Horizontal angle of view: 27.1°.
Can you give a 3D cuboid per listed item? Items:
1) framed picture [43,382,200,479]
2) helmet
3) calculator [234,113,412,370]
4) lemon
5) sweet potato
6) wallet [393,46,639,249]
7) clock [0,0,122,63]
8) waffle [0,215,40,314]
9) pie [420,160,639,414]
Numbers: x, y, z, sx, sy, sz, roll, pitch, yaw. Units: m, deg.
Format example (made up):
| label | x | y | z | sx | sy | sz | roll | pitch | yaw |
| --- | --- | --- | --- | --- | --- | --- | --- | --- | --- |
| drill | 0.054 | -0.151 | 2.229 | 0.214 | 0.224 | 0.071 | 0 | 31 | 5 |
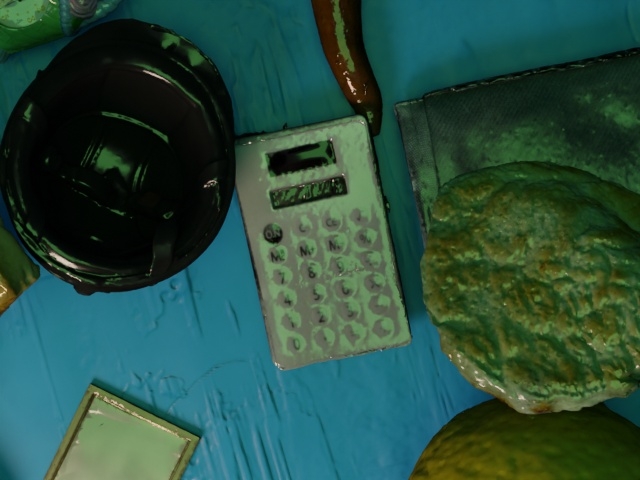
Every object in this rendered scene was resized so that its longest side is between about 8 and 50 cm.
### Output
| label | x | y | z | sx | sy | sz | roll | pitch | yaw |
| --- | --- | --- | --- | --- | --- | --- | --- | --- | --- |
| framed picture | -0.236 | 0.276 | 1.463 | 0.136 | 0.010 | 0.201 | 26 | 93 | -1 |
| helmet | -0.210 | -0.071 | 1.361 | 0.230 | 0.160 | 0.279 | 18 | 69 | -12 |
| calculator | 0.000 | 0.000 | 1.424 | 0.161 | 0.021 | 0.262 | -12 | 96 | 9 |
| lemon | 0.221 | 0.317 | 1.318 | 0.336 | 0.336 | 0.336 | 0 | 94 | 0 |
| sweet potato | 0.020 | -0.237 | 1.405 | 0.057 | 0.057 | 0.265 | -10 | 98 | 1 |
| wallet | 0.266 | -0.070 | 1.409 | 0.342 | 0.075 | 0.237 | -12 | 88 | 3 |
| clock | -0.294 | -0.304 | 1.378 | 0.195 | 0.100 | 0.194 | -28 | 98 | 4 |
| waffle | -0.374 | 0.013 | 1.331 | 0.057 | 0.274 | 0.168 | -39 | 93 | -31 |
| pie | 0.225 | 0.042 | 1.290 | 0.257 | 0.105 | 0.274 | -12 | 62 | -9 |
